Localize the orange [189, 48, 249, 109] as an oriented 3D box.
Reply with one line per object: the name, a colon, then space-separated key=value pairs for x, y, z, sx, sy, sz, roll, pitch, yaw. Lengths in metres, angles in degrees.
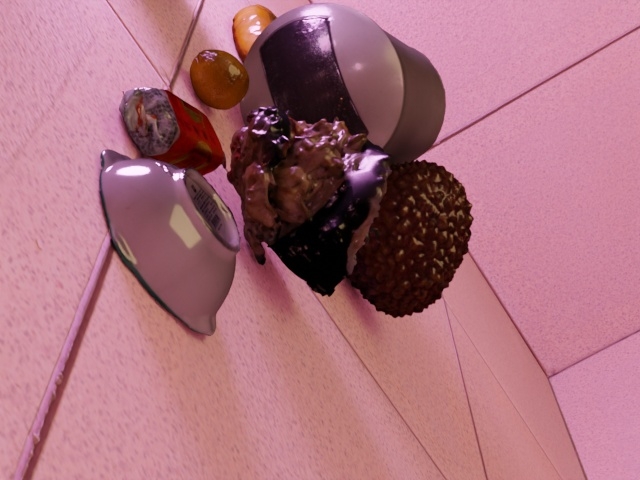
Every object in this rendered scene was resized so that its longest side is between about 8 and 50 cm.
orange: x=-0.151 y=-0.241 z=1.663 sx=0.095 sy=0.085 sz=0.085 roll=57 pitch=12 yaw=-24

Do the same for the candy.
candy: x=-0.176 y=-0.130 z=1.358 sx=0.086 sy=0.059 sz=0.292 roll=67 pitch=14 yaw=15

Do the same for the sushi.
sushi: x=-0.031 y=-0.068 z=1.491 sx=0.219 sy=0.225 sz=0.238 roll=26 pitch=-16 yaw=-17

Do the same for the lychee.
lychee: x=0.141 y=0.002 z=1.927 sx=0.271 sy=0.271 sz=0.271 roll=56 pitch=13 yaw=-20

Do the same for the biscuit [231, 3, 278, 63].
biscuit: x=-0.087 y=-0.353 z=2.168 sx=0.213 sy=0.091 sz=0.274 roll=52 pitch=17 yaw=-41

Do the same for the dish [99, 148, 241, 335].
dish: x=-0.139 y=-0.014 z=1.193 sx=0.224 sy=0.078 sz=0.246 roll=60 pitch=12 yaw=4

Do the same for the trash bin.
trash bin: x=0.049 y=-0.246 z=1.929 sx=0.280 sy=0.280 sz=0.432 roll=62 pitch=19 yaw=7
